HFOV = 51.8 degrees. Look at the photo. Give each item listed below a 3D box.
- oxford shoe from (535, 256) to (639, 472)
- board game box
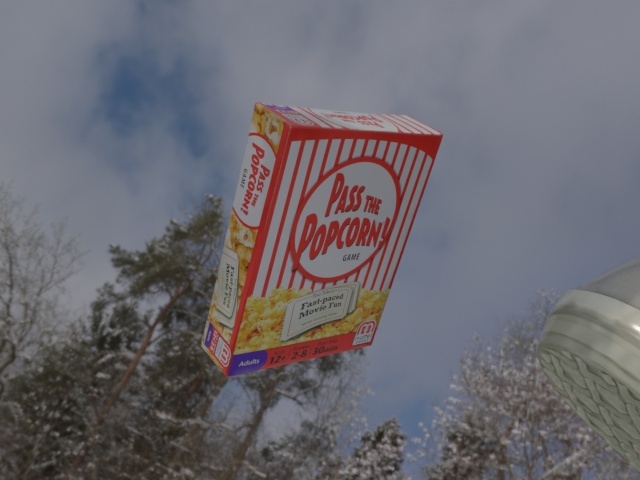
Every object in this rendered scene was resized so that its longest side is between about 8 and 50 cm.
[{"bbox_3d":[0.305,0.153,0.292,0.449,0.130,0.169,43,-11,9],"label":"oxford shoe"},{"bbox_3d":[0.000,0.000,0.495,0.045,0.146,0.194,38,-58,42],"label":"board game box"}]
